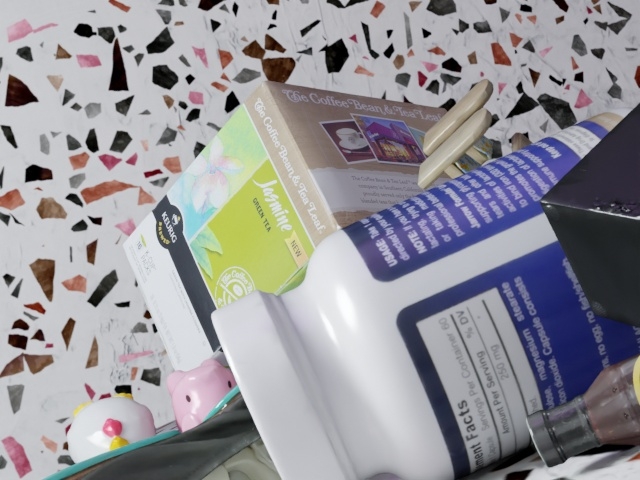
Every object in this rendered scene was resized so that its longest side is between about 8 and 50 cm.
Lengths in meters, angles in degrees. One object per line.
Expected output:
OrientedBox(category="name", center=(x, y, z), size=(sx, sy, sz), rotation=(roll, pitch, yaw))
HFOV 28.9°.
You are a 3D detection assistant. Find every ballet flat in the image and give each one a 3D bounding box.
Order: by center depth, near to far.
OrientedBox(category="ballet flat", center=(-0.063, 0.144, 0.761), size=(0.280, 0.096, 0.095), rotation=(-28, -16, -37))

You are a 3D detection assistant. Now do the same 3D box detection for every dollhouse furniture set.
OrientedBox(category="dollhouse furniture set", center=(0.221, -0.040, 1.139), size=(0.161, 0.212, 0.242), rotation=(-44, 15, 26))

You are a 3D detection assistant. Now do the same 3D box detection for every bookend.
OrientedBox(category="bookend", center=(0.209, -0.028, 0.537), size=(0.157, 0.072, 0.156), rotation=(-43, 29, -21))

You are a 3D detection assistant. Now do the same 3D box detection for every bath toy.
OrientedBox(category="bath toy", center=(-0.103, 0.179, 1.353), size=(0.348, 0.129, 0.151), rotation=(-22, -47, -12))

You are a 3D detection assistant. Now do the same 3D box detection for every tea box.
OrientedBox(category="tea box", center=(0.000, 0.000, 1.523), size=(0.329, 0.220, 0.323), rotation=(1, -38, -45))

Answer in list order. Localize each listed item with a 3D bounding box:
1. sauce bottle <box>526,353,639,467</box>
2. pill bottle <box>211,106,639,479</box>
OrientedBox(category="sauce bottle", center=(0.157, 0.068, 0.559), size=(0.128, 0.042, 0.042), rotation=(-27, -3, 11))
OrientedBox(category="pill bottle", center=(0.084, 0.043, 0.686), size=(0.264, 0.153, 0.153), rotation=(-23, -2, -4))
